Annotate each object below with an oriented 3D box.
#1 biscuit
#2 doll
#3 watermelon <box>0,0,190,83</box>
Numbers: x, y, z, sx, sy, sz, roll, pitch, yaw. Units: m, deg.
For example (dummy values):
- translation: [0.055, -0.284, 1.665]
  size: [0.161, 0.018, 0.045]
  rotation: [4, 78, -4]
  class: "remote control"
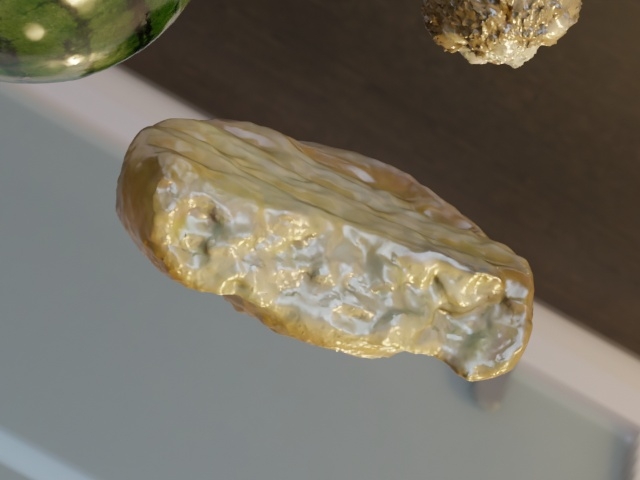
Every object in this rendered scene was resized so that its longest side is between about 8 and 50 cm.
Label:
- translation: [-0.001, 0.001, 1.068]
  size: [0.213, 0.274, 0.091]
  rotation: [-103, -148, -71]
  class: "biscuit"
- translation: [0.119, -0.215, 1.098]
  size: [0.115, 0.105, 0.221]
  rotation: [78, 15, -58]
  class: "doll"
- translation: [-0.139, -0.162, 0.802]
  size: [0.214, 0.188, 0.188]
  rotation: [91, 22, -60]
  class: "watermelon"
